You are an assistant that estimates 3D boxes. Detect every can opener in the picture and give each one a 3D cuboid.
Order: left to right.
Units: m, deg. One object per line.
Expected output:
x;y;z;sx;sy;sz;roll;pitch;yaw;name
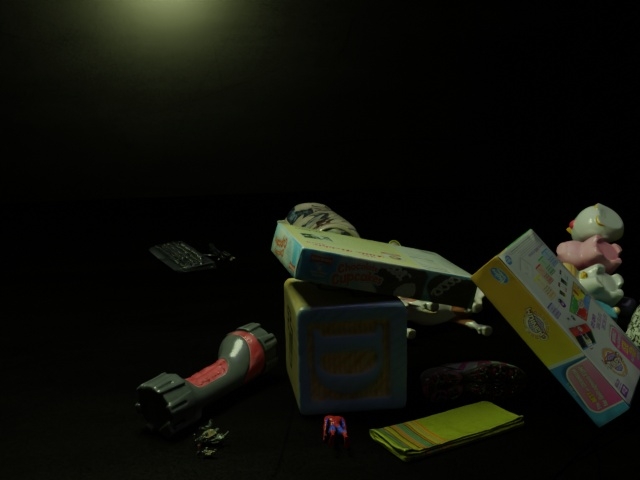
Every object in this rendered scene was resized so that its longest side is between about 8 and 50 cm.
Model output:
0.572;0.149;1.847;0.280;0.074;0.093;8;50;41;can opener

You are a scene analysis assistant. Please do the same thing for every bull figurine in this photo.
0.265;0.142;1.787;0.310;0.101;0.188;-5;15;-18;bull figurine

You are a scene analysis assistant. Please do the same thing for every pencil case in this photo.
0.000;0.000;2.310;0.184;0.159;0.410;-16;15;-8;pencil case

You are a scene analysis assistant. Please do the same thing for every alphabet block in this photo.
0.039;0.177;1.440;0.192;0.193;0.197;-1;12;-8;alphabet block

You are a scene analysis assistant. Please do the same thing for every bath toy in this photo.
0.579;0.058;1.797;0.151;0.129;0.348;29;46;-3;bath toy

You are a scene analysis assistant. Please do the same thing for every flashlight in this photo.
-0.194;0.231;1.417;0.103;0.103;0.304;8;15;31;flashlight

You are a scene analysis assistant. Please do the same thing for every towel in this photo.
0.201;0.294;1.293;0.237;0.021;0.102;-8;15;-29;towel

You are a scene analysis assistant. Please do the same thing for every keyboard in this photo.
-0.382;0.040;2.450;0.202;0.033;0.317;-7;15;-26;keyboard

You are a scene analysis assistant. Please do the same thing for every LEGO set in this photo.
-0.172;0.310;1.261;0.054;0.023;0.083;1;26;17;LEGO set

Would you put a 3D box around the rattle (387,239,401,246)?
0.171;0.101;2.143;0.130;0.142;0.200;-32;7;40;rattle

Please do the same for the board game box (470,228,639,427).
0.419;0.138;1.413;0.064;0.316;0.242;-45;-11;29;board game box

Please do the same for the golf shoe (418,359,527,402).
0.266;0.238;1.433;0.186;0.067;0.086;-1;11;-1;golf shoe

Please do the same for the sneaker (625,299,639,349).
0.700;0.130;1.647;0.410;0.158;0.182;-25;-9;-48;sneaker

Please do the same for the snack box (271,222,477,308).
0.090;0.043;1.420;0.322;0.060;0.187;11;10;-17;snack box

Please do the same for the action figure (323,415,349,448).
0.023;0.297;1.277;0.038;0.030;0.115;4;7;-4;action figure
